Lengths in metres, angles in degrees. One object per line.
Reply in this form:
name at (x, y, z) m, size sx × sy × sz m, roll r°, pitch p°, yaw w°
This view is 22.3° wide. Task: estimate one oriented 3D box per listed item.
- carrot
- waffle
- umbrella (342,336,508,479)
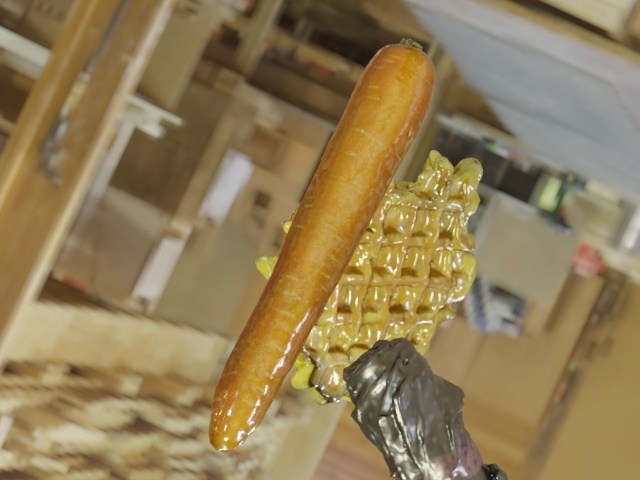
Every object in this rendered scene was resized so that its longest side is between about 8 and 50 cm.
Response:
carrot at (0.000, 0.000, 0.856) m, size 0.043 × 0.248 × 0.043 m, roll 25°, pitch 164°, yaw 7°
waffle at (0.058, 0.028, 1.688) m, size 0.300 × 0.282 × 0.058 m, roll -27°, pitch -144°, yaw -36°
umbrella at (0.128, 0.225, 1.324) m, size 0.326 × 0.094 × 0.090 m, roll 56°, pitch 176°, yaw 0°
